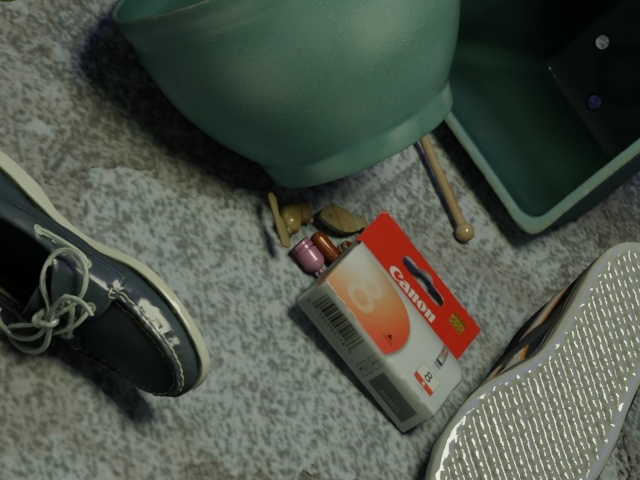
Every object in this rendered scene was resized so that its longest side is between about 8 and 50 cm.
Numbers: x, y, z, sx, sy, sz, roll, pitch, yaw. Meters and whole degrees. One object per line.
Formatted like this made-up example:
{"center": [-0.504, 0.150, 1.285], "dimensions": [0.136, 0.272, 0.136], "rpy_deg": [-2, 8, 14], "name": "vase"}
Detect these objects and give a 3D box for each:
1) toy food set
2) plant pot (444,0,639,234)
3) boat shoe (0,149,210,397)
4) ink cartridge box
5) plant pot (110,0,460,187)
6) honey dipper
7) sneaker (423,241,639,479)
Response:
{"center": [0.000, 0.000, 1.531], "dimensions": [0.122, 0.019, 0.078], "rpy_deg": [18, 45, -42], "name": "toy food set"}
{"center": [0.273, -0.172, 1.772], "dimensions": [0.247, 0.248, 0.252], "rpy_deg": [56, 22, 15], "name": "plant pot"}
{"center": [-0.190, 0.028, 1.263], "dimensions": [0.254, 0.095, 0.079], "rpy_deg": [44, 36, 2], "name": "boat shoe"}
{"center": [0.074, 0.058, 1.508], "dimensions": [0.145, 0.045, 0.179], "rpy_deg": [51, 40, -5], "name": "ink cartridge box"}
{"center": [-0.002, -0.167, 1.502], "dimensions": [0.196, 0.293, 0.293], "rpy_deg": [64, 33, -18], "name": "plant pot"}
{"center": [0.109, -0.068, 1.688], "dimensions": [0.030, 0.030, 0.160], "rpy_deg": [3, 58, -41], "name": "honey dipper"}
{"center": [0.190, 0.145, 1.498], "dimensions": [0.126, 0.127, 0.321], "rpy_deg": [42, 62, 6], "name": "sneaker"}
